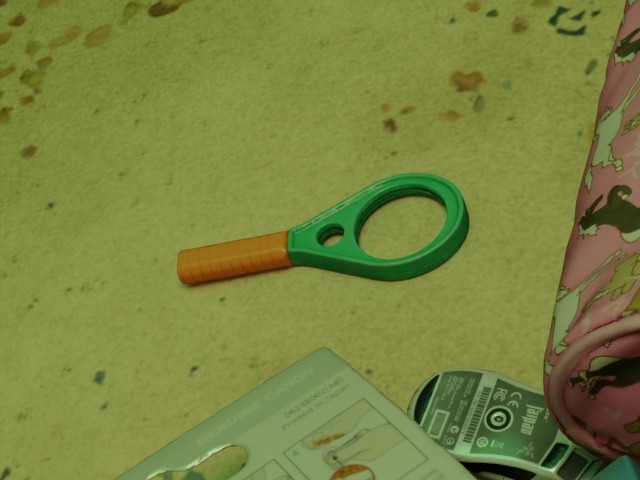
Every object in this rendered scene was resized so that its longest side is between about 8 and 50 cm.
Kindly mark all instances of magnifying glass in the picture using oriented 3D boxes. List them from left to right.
[{"bbox_3d":[0.000,0.000,1.197,0.231,0.026,0.092,-12,47,16],"label":"magnifying glass"}]

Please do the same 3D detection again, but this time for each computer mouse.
[{"bbox_3d":[0.149,0.129,1.004,0.193,0.042,0.106,12,62,26],"label":"computer mouse"}]

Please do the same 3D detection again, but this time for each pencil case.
[{"bbox_3d":[0.247,-0.035,0.992,0.167,0.160,0.386,1,44,18],"label":"pencil case"}]

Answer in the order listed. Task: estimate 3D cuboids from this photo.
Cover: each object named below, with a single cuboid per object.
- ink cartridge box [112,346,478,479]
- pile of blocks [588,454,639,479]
[{"bbox_3d":[-0.007,0.260,0.903,0.308,0.091,0.385,-32,42,-17],"label":"ink cartridge box"},{"bbox_3d":[0.217,0.153,0.799,0.362,0.149,0.112,8,22,-7],"label":"pile of blocks"}]
